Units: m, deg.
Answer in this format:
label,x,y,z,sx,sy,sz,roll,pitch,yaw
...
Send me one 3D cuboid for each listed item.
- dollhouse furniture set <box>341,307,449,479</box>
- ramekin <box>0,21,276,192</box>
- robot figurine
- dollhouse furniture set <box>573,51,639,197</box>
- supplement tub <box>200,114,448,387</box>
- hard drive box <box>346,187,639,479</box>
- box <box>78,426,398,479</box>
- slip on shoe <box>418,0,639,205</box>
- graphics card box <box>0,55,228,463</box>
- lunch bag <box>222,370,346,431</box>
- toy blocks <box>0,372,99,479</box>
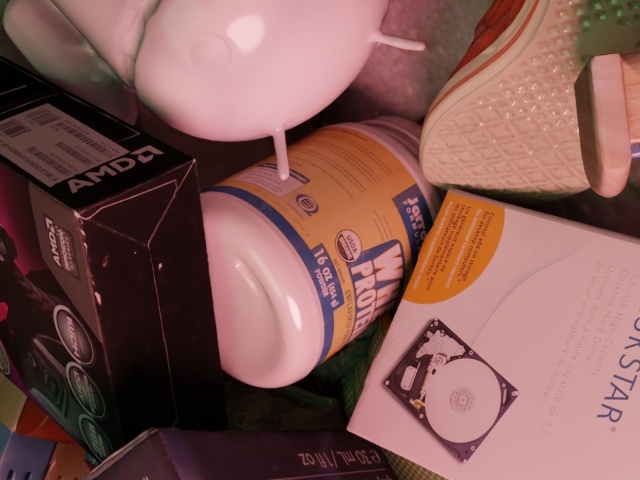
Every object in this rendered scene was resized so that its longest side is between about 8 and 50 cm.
label,x,y,z,sx,sy,sz,roll,pitch,yaw
dollhouse furniture set,0.105,0.201,0.786,0.301,0.151,0.197,42,139,19
ramekin,-0.171,-0.125,0.880,0.273,0.127,0.272,26,131,34
robot figurine,-0.091,-0.210,0.679,0.300,0.200,0.353,-45,77,19
dollhouse furniture set,0.223,0.065,0.389,0.198,0.286,0.303,-7,93,12
supplement tub,0.000,0.000,0.724,0.144,0.200,0.144,27,133,33
hard drive box,0.159,0.086,0.626,0.232,0.181,0.089,18,172,38
box,-0.013,0.337,0.633,0.212,0.293,0.395,-38,66,17
slip on shoe,0.146,-0.121,0.579,0.123,0.101,0.331,16,148,-4
graphics card box,-0.223,-0.007,0.739,0.371,0.094,0.232,28,134,37
lunch bag,-0.093,0.258,1.020,0.287,0.169,0.235,9,123,46
toy blocks,-0.250,0.117,0.963,0.381,0.191,0.261,18,86,47
